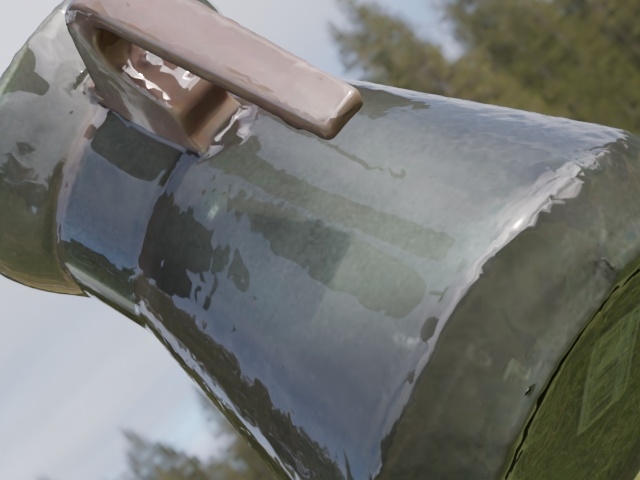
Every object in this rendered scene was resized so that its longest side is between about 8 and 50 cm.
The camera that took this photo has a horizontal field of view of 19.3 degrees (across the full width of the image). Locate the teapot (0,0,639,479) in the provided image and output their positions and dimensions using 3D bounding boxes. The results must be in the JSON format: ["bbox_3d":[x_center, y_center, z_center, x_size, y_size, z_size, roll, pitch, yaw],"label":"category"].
[{"bbox_3d":[0.000,0.000,0.957,0.253,0.344,0.300,-51,-30,-21],"label":"teapot"}]
